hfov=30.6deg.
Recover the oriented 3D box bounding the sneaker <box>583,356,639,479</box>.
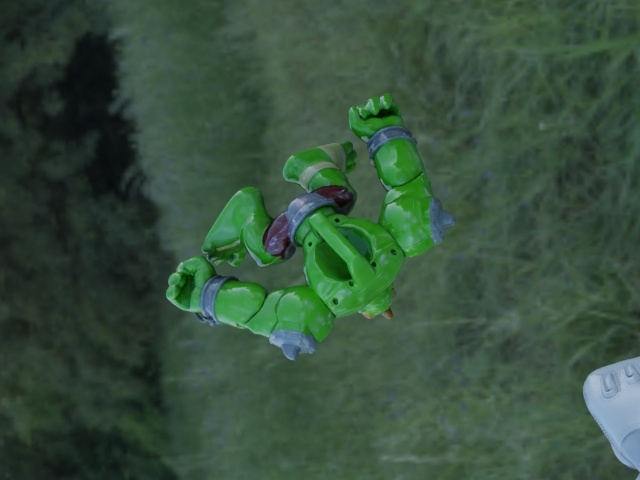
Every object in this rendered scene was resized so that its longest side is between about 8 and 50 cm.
[{"bbox_3d":[0.300,0.058,0.810,0.210,0.137,0.366,-24,38,37],"label":"sneaker"}]

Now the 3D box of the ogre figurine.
[{"bbox_3d":[0.000,0.000,0.771,0.118,0.197,0.097,47,156,36],"label":"ogre figurine"}]
